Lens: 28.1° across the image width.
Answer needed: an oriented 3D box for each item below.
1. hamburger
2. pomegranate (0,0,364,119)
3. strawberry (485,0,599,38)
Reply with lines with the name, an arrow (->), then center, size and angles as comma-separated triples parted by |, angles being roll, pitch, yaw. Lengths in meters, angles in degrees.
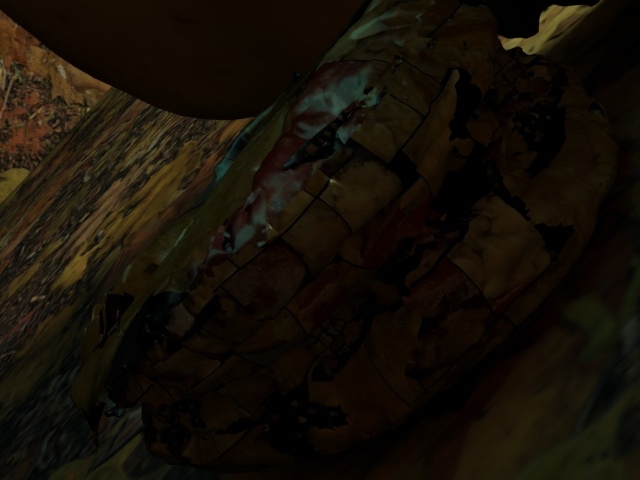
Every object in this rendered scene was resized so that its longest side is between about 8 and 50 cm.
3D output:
hamburger -> 0.000, 0.000, 0.485 | 0.231, 0.107, 0.231 | -47, 15, 16
pomegranate -> -0.063, -0.279, 0.803 | 0.411, 0.411, 0.411 | -43, 16, 15
strawberry -> 0.083, -0.238, 0.513 | 0.257, 0.257, 0.277 | -19, 72, 60
